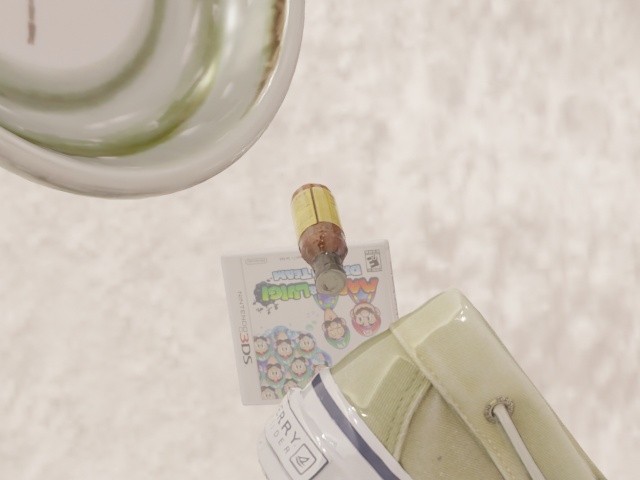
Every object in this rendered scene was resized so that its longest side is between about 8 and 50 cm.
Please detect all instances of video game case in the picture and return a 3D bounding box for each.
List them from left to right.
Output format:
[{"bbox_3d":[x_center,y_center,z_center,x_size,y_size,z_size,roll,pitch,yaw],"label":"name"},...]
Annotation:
[{"bbox_3d":[-0.006,0.075,1.583,0.019,0.157,0.143,-33,117,-68],"label":"video game case"}]

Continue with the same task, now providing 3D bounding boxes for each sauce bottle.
[{"bbox_3d":[0.000,0.000,1.468,0.128,0.042,0.042,-99,168,-56],"label":"sauce bottle"}]

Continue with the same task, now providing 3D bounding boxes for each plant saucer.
[{"bbox_3d":[-0.187,-0.209,1.193,0.400,0.100,0.400,18,62,-38],"label":"plant saucer"}]

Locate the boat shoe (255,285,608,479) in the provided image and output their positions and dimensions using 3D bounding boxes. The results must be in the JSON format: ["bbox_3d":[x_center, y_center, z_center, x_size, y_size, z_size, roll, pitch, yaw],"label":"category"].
[{"bbox_3d":[0.105,0.138,0.640,0.302,0.094,0.109,44,9,-29],"label":"boat shoe"}]
